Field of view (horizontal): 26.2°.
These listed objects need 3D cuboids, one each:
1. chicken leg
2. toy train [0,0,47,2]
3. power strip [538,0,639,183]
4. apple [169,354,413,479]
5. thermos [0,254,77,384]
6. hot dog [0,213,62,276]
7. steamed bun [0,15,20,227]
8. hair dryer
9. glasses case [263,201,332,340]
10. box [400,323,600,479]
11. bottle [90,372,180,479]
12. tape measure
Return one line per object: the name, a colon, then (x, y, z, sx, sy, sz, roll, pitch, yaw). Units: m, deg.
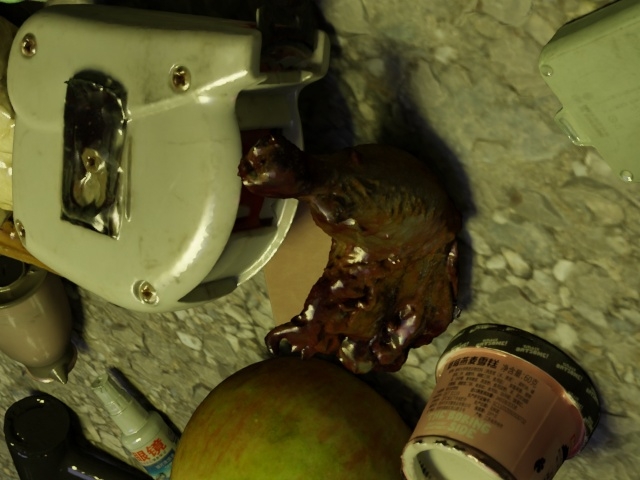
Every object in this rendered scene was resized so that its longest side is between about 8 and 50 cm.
chicken leg: (0.026, 0.010, 1.104, 0.083, 0.177, 0.322, 48, 156, 37)
toy train: (-0.256, -0.322, 0.966, 0.129, 0.159, 0.326, 12, 143, 37)
power strip: (0.254, -0.113, 0.847, 0.118, 0.046, 0.270, 51, 145, -15)
apple: (-0.027, 0.245, 1.370, 0.246, 0.226, 0.246, 27, 146, 20)
thermos: (-0.341, 0.078, 1.585, 0.137, 0.105, 0.193, 47, 163, 35)
hot dog: (-0.323, -0.010, 1.480, 0.286, 0.061, 0.087, 23, 147, 18)
steamed bun: (-0.344, -0.141, 1.283, 0.295, 0.137, 0.292, 30, 142, -4)
hair dryer: (-0.298, 0.323, 1.845, 0.251, 0.089, 0.197, 20, 143, 14)
glasses case: (0.000, 0.000, 1.210, 0.103, 0.070, 0.193, -4, 133, 8)
box: (0.150, 0.173, 1.205, 0.151, 0.135, 0.151, 23, 144, 18)
bottle: (-0.204, 0.247, 1.685, 0.060, 0.060, 0.217, -9, 124, 47)
tape measure: (-0.133, -0.077, 1.101, 0.258, 0.130, 0.265, 12, 102, 33)
